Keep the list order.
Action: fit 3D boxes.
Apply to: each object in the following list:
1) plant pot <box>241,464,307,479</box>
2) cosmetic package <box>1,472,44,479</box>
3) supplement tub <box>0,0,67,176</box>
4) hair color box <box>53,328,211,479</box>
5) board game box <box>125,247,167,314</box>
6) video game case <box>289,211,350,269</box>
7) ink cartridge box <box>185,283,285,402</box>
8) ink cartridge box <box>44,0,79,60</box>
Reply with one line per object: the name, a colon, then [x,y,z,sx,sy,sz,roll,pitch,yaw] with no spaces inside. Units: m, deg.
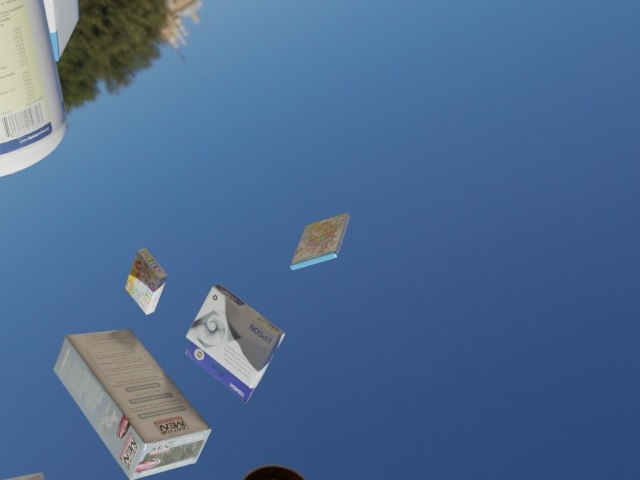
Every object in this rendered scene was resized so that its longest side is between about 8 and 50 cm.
plant pot: [-0.109,0.595,1.724,0.167,0.165,0.167,11,-143,-8]
cosmetic package: [-0.766,0.759,1.976,0.385,0.156,0.217,-58,-133,36]
supplement tub: [-0.437,-0.253,0.934,0.236,0.324,0.235,-1,-148,1]
hair color box: [-0.441,0.366,1.881,0.374,0.185,0.113,41,-64,34]
board game box: [-0.461,0.109,2.142,0.026,0.103,0.154,-24,152,-43]
video game case: [0.000,0.000,1.890,0.119,0.015,0.166,-16,-150,25]
ink cartridge box: [-0.227,0.260,2.022,0.224,0.223,0.045,-62,160,18]
ink cartridge box: [-0.839,-0.659,2.076,0.285,0.395,0.166,125,-17,-66]
